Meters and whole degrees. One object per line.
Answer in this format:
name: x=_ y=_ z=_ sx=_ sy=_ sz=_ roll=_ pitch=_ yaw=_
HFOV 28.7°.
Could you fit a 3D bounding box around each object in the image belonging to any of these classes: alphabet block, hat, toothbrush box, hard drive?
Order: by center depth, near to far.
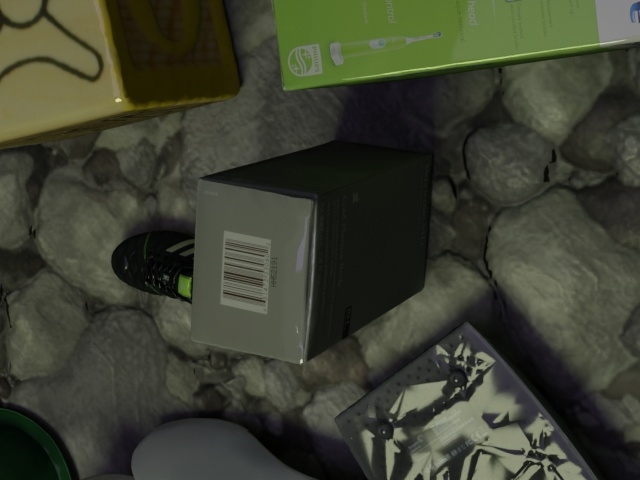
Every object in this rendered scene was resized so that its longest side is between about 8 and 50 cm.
toothbrush box: x=0.133 y=-0.183 z=0.882 sx=0.283 sy=0.206 sz=0.122 roll=-3 pitch=98 yaw=26
hard drive: x=0.146 y=0.205 z=1.030 sx=0.172 sy=0.054 sz=0.255 roll=-40 pitch=82 yaw=26
alphabet block: x=-0.210 y=-0.186 z=1.049 sx=0.197 sy=0.193 sz=0.192 roll=-9 pitch=97 yaw=26
hat: x=-0.353 y=0.263 z=1.198 sx=0.173 sy=0.183 sz=0.208 roll=47 pitch=116 yaw=12

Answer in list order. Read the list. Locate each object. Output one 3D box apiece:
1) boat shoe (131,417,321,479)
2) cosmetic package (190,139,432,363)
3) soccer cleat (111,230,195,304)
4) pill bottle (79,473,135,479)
boat shoe: x=-0.040 y=0.250 z=1.102 sx=0.301 sy=0.108 sz=0.102 roll=14 pitch=137 yaw=32
cosmetic package: x=0.000 y=0.000 z=0.961 sx=0.107 sy=0.238 sz=0.127 roll=10 pitch=106 yaw=26
soccer cleat: x=-0.117 y=0.029 z=1.110 sx=0.178 sy=0.072 sz=0.060 roll=10 pitch=103 yaw=23
pill bottle: x=-0.218 y=0.363 z=1.167 sx=0.152 sy=0.152 sz=0.272 roll=35 pitch=120 yaw=16
